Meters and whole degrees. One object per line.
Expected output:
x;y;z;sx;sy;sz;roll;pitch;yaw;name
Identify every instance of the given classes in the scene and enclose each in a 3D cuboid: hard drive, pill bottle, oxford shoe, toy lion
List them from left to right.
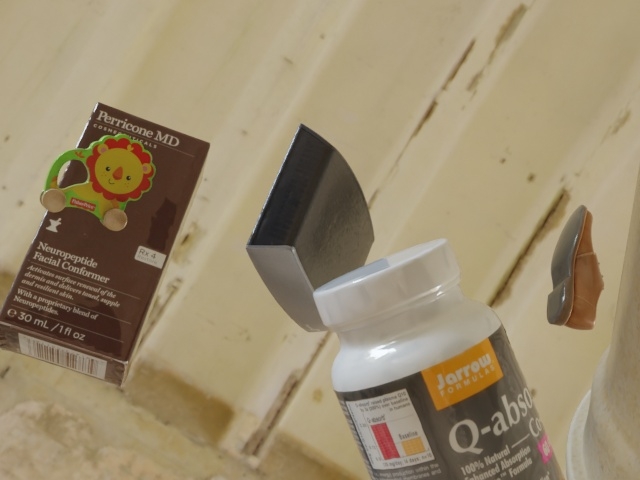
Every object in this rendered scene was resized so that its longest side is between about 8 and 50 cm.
-0.221;-0.064;0.865;0.100;0.096;0.034;18;0;-24;toy lion
0.000;0.000;0.990;0.054;0.172;0.254;14;-21;21;hard drive
0.105;0.150;0.768;0.278;0.162;0.162;67;-19;-2;pill bottle
0.405;0.044;1.338;0.076;0.212;0.076;17;-25;-5;oxford shoe

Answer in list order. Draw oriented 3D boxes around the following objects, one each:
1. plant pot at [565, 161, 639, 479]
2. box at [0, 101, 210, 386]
0.307;0.016;0.484;0.334;0.334;0.305;18;-54;43;plant pot
-0.315;0.003;1.290;0.191;0.381;0.143;19;-29;-8;box
